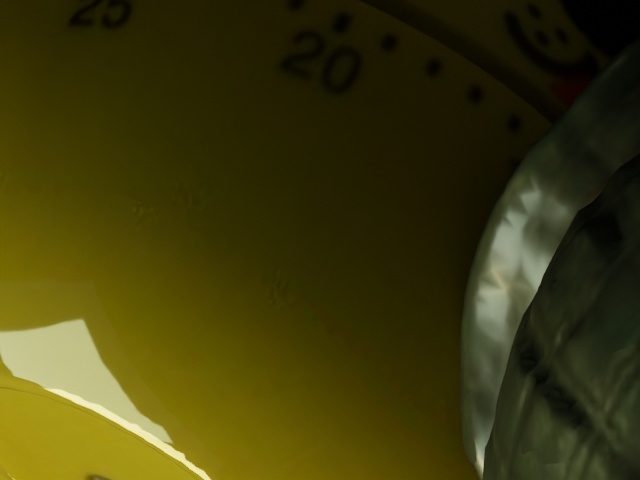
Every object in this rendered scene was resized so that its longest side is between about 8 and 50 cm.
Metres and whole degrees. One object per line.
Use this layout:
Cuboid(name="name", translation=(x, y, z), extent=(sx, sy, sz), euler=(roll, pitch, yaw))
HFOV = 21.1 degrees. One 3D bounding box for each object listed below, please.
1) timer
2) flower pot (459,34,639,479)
Cuboid(name="timer", translation=(0.010, -0.039, 0.760), extent=(0.376, 0.387, 0.376), euler=(22, 149, 14))
Cuboid(name="flower pot", translation=(0.195, 0.060, 0.505), extent=(0.302, 0.301, 0.213), euler=(55, -173, -24))
